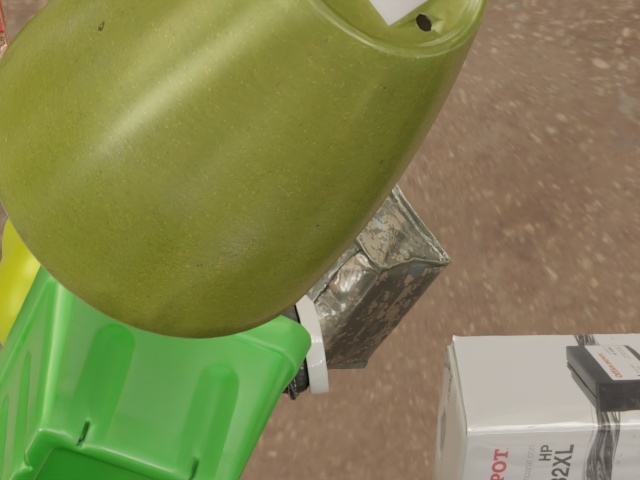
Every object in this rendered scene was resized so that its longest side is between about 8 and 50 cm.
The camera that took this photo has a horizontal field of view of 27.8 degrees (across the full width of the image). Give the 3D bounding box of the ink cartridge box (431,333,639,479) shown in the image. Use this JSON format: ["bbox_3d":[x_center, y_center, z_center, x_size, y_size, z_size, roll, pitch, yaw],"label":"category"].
[{"bbox_3d":[0.274,0.210,1.264,0.307,0.129,0.223,-1,132,-2],"label":"ink cartridge box"}]

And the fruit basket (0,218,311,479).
[{"bbox_3d":[-0.196,0.116,1.227,0.283,0.392,0.392,22,101,-13],"label":"fruit basket"}]

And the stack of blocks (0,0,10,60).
[{"bbox_3d":[-0.444,-0.300,1.611,0.087,0.297,0.171,-13,105,-10],"label":"stack of blocks"}]

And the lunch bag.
[{"bbox_3d":[0.000,0.000,1.753,0.235,0.169,0.287,-53,56,34],"label":"lunch bag"}]

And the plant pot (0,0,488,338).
[{"bbox_3d":[-0.035,-0.112,0.806,0.275,0.293,0.275,12,64,-26],"label":"plant pot"}]

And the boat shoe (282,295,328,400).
[{"bbox_3d":[-0.058,0.082,1.403,0.091,0.302,0.114,-7,105,-7],"label":"boat shoe"}]
